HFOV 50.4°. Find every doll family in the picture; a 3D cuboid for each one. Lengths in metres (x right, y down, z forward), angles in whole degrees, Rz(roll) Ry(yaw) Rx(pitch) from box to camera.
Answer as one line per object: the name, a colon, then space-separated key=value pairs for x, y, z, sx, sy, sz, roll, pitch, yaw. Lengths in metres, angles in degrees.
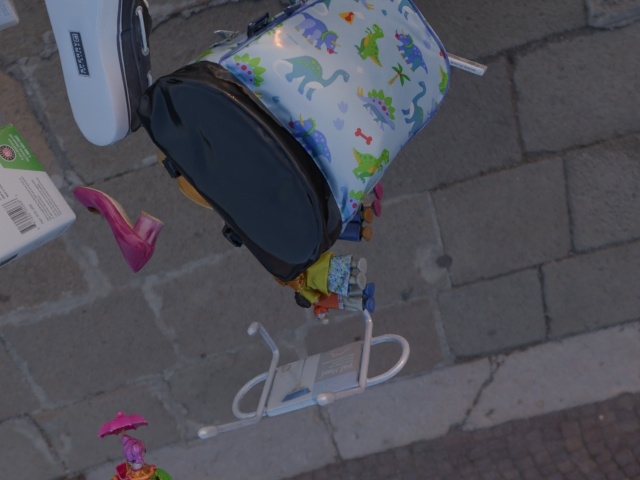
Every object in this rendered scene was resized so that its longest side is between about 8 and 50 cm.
doll family: x=0.000 y=0.000 z=1.096 sx=0.163 sy=0.118 sz=0.263 roll=1 pitch=77 yaw=24

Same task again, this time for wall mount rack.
wall mount rack: x=-0.038 y=0.221 z=1.111 sx=0.349 sy=0.304 sz=0.131 roll=-22 pitch=115 yaw=21

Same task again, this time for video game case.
video game case: x=0.348 y=-0.452 z=1.721 sx=0.143 sy=0.157 sz=0.019 roll=22 pitch=112 yaw=9

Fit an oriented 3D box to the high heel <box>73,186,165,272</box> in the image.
high heel: x=-0.438 y=-0.027 z=1.406 sx=0.244 sy=0.082 sz=0.117 roll=24 pitch=81 yaw=17

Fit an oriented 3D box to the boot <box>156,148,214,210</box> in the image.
boot: x=-0.347 y=-0.241 z=1.928 sx=0.295 sy=0.104 sz=0.211 roll=41 pitch=127 yaw=16

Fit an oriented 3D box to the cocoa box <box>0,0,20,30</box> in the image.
cocoa box: x=-0.694 y=-0.512 z=1.108 sx=0.227 sy=0.232 sz=0.347 roll=-25 pitch=146 yaw=-11

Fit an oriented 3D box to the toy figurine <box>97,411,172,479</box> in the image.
toy figurine: x=-0.311 y=0.367 z=1.120 sx=0.130 sy=0.173 sz=0.159 roll=-17 pitch=114 yaw=-29

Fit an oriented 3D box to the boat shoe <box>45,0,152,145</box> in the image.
boat shoe: x=-0.256 y=-0.269 z=0.831 sx=0.108 sy=0.102 sz=0.302 roll=16 pitch=124 yaw=26

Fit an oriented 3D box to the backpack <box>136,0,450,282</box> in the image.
backpack: x=0.002 y=-0.176 z=0.875 sx=0.273 sy=0.355 sz=0.290 roll=-34 pitch=97 yaw=39

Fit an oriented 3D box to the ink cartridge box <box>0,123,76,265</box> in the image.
ink cartridge box: x=-0.447 y=-0.032 z=0.858 sx=0.086 sy=0.208 sz=0.153 roll=-27 pitch=97 yaw=51
